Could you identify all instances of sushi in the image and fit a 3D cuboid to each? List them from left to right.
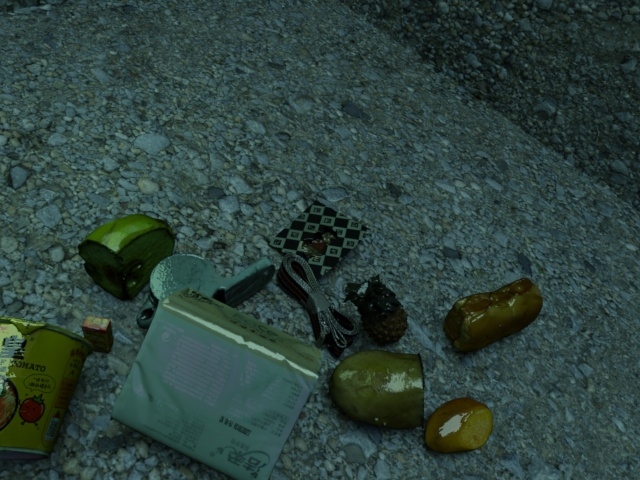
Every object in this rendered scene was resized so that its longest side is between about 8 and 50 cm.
[{"bbox_3d":[0.000,0.000,1.687,0.263,0.050,0.290,29,51,25],"label":"sushi"}]

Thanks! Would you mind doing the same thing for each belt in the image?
[{"bbox_3d":[-0.019,0.196,1.497,0.126,0.094,0.360,-21,62,-28],"label":"belt"}]

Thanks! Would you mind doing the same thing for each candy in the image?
[{"bbox_3d":[-0.589,0.250,1.263,0.062,0.122,0.038,12,46,-8],"label":"candy"}]

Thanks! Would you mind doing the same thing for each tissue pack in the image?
[{"bbox_3d":[-0.238,0.349,1.160,0.404,0.332,0.205,25,6,2],"label":"tissue pack"}]

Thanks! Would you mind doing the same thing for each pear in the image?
[{"bbox_3d":[-0.550,0.004,1.393,0.163,0.238,0.255,28,51,13],"label":"pear"}]

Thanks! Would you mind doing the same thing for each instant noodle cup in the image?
[{"bbox_3d":[-0.702,0.338,1.054,0.325,0.326,0.254,7,60,-11],"label":"instant noodle cup"}]

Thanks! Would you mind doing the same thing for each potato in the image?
[{"bbox_3d":[0.157,0.410,1.330,0.265,0.229,0.229,2,51,4],"label":"potato"}]

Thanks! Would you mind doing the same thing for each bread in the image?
[{"bbox_3d":[0.580,0.248,1.577,0.343,0.195,0.149,-14,52,-23],"label":"bread"}]

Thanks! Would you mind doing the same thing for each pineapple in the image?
[{"bbox_3d":[0.158,0.199,1.417,0.170,0.310,0.141,1,58,26],"label":"pineapple"}]

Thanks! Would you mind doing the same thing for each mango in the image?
[{"bbox_3d":[0.385,0.531,1.354,0.217,0.102,0.141,-18,83,-25],"label":"mango"}]

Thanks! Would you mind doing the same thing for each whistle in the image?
[{"bbox_3d":[-0.321,0.156,1.387,0.404,0.168,0.188,-2,53,-18],"label":"whistle"}]
